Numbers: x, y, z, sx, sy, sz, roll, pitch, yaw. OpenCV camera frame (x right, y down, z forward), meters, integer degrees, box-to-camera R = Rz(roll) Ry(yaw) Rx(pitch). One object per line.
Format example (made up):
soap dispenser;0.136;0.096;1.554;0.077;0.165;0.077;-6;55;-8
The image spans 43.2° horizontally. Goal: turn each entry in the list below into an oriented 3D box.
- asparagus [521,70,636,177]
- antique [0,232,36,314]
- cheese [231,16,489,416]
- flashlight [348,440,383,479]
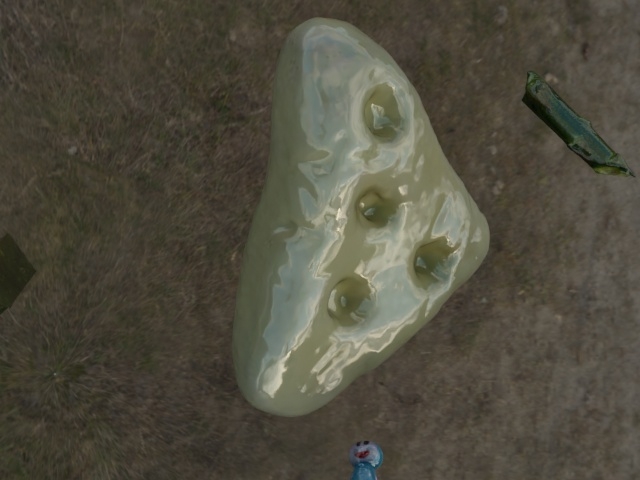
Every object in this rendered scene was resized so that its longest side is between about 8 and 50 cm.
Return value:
asparagus;0.172;-0.075;0.549;0.025;0.021;0.108;2;44;-47
antique;-0.500;0.065;1.210;0.081;0.221;0.080;-33;106;0
cheese;0.000;0.000;0.800;0.328;0.129;0.351;-49;133;-12
flashlight;0.063;0.345;1.149;0.051;0.051;0.129;19;46;-14
